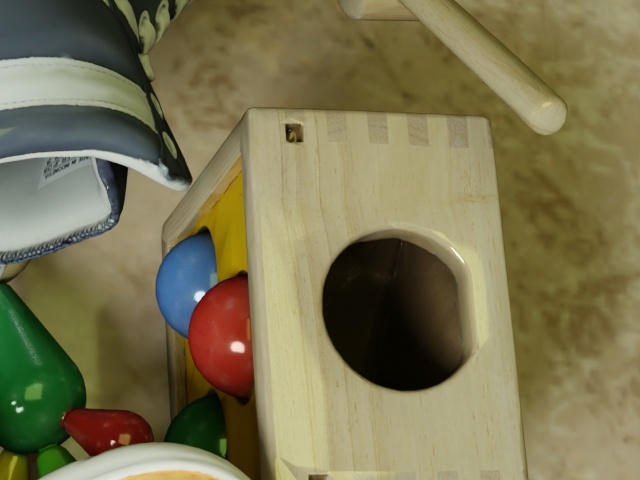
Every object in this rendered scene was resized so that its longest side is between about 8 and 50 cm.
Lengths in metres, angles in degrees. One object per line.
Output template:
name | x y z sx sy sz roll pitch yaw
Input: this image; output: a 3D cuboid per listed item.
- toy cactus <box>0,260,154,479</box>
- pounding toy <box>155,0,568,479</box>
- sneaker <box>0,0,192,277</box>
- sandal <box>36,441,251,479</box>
toy cactus | -0.137 0.016 0.581 0.219 0.112 0.180 29 57 2
pounding toy | 0.002 -0.008 0.579 0.094 0.181 0.206 1 73 -17
sneaker | -0.071 -0.076 0.577 0.282 0.099 0.153 -18 82 -59
sandal | -0.126 0.148 0.486 0.265 0.076 0.102 -36 106 6
